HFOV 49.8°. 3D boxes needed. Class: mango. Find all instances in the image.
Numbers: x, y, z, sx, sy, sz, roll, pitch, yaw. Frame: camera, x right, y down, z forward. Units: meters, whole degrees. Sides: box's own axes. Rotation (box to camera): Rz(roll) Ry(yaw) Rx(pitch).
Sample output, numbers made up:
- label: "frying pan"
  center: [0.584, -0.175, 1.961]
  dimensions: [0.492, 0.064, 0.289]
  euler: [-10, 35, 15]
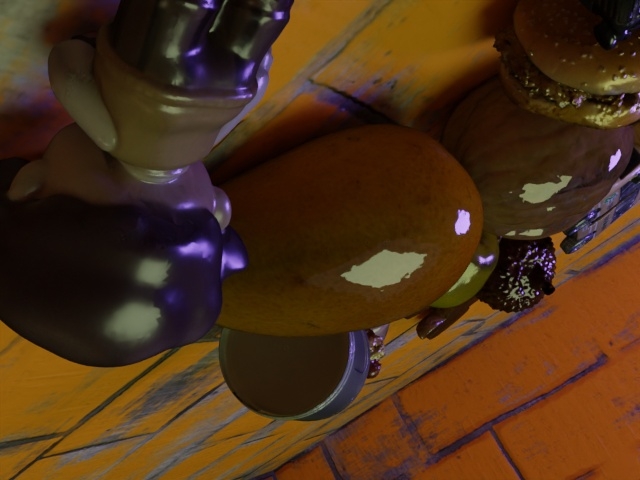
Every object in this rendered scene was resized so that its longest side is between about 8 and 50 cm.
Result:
- label: "mango"
  center: [0.000, 0.000, 0.803]
  dimensions: [0.378, 0.221, 0.263]
  euler: [-12, 153, -10]

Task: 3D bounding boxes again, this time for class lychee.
- label: "lychee"
  center: [0.373, 0.042, 1.354]
  dimensions: [0.200, 0.238, 0.200]
  euler: [-14, 120, -26]

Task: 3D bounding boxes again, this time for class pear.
- label: "pear"
  center: [0.193, 0.023, 1.138]
  dimensions: [0.198, 0.198, 0.198]
  euler: [-26, 159, -11]

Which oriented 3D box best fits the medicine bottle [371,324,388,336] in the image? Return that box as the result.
- label: "medicine bottle"
  center: [0.086, 0.145, 1.384]
  dimensions: [0.114, 0.114, 0.252]
  euler: [-26, 159, -10]

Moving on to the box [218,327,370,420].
- label: "box"
  center: [-0.041, 0.187, 1.154]
  dimensions: [0.226, 0.226, 0.149]
  euler: [-31, 160, 5]

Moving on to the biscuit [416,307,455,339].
- label: "biscuit"
  center: [0.364, 0.155, 1.839]
  dimensions: [0.283, 0.064, 0.432]
  euler: [-32, 163, -20]

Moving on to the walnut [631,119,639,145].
- label: "walnut"
  center: [0.480, -0.228, 0.935]
  dimensions: [0.222, 0.195, 0.195]
  euler: [-32, 161, -17]

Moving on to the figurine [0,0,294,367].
- label: "figurine"
  center: [-0.158, -0.065, 0.548]
  dimensions: [0.218, 0.206, 0.364]
  euler: [-17, 134, -49]

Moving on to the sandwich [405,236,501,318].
- label: "sandwich"
  center: [0.226, 0.038, 1.297]
  dimensions: [0.236, 0.122, 0.128]
  euler: [-30, 162, 6]

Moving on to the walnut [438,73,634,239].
- label: "walnut"
  center: [0.270, -0.111, 0.901]
  dimensions: [0.261, 0.224, 0.225]
  euler: [-22, 158, -10]

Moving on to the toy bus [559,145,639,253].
- label: "toy bus"
  center: [0.453, -0.113, 1.192]
  dimensions: [0.202, 0.176, 0.365]
  euler: [-37, 162, 11]

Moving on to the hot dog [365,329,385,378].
- label: "hot dog"
  center: [0.018, 0.190, 1.284]
  dimensions: [0.103, 0.213, 0.146]
  euler: [-61, 178, -46]

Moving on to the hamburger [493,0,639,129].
- label: "hamburger"
  center: [0.280, -0.209, 0.742]
  dimensions: [0.191, 0.181, 0.117]
  euler: [2, 137, 2]

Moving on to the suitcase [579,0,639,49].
- label: "suitcase"
  center: [0.275, -0.328, 0.497]
  dimensions: [0.230, 0.152, 0.335]
  euler: [-33, 157, 5]
